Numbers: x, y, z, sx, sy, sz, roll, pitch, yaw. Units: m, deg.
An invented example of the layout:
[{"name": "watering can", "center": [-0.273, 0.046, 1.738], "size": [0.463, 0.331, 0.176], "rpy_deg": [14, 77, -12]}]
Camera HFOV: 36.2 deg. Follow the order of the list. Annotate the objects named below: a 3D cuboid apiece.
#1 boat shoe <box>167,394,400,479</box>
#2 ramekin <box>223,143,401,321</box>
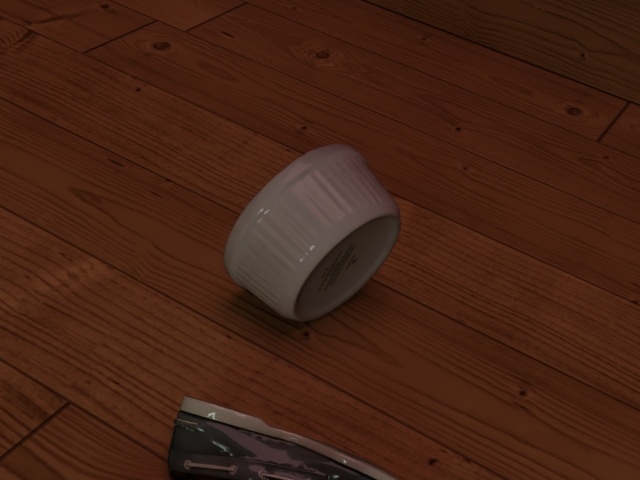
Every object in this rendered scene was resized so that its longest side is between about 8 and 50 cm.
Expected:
[{"name": "boat shoe", "center": [-0.034, 0.286, 1.194], "size": [0.319, 0.116, 0.099], "rpy_deg": [21, 80, 2]}, {"name": "ramekin", "center": [0.000, 0.000, 1.435], "size": [0.273, 0.273, 0.127], "rpy_deg": [-26, 61, -40]}]
